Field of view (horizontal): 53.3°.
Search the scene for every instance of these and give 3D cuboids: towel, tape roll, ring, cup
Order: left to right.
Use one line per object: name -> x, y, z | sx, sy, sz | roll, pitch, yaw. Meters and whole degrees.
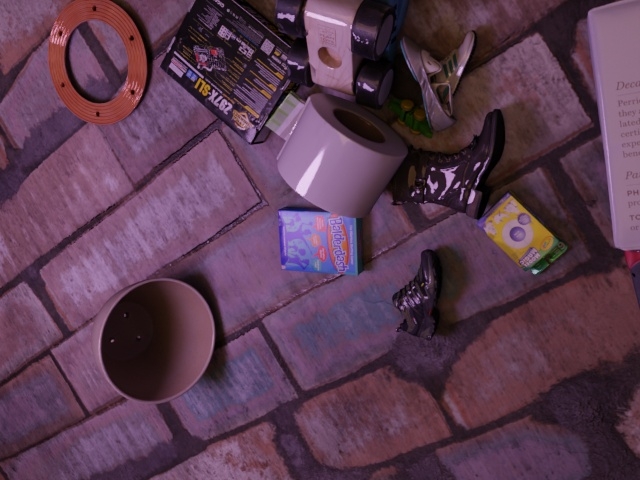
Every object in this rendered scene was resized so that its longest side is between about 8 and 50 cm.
ring -> -0.604, -0.484, 1.736 | 0.337, 0.032, 0.336 | 6, 106, 21
cup -> -0.491, 0.261, 1.756 | 0.237, 0.331, 0.331 | 1, 106, 50
towel -> -0.041, -0.270, 1.520 | 0.152, 0.023, 0.113 | 33, 117, -17
tape roll -> 0.047, -0.188, 1.410 | 0.246, 0.246, 0.169 | 37, 118, 11

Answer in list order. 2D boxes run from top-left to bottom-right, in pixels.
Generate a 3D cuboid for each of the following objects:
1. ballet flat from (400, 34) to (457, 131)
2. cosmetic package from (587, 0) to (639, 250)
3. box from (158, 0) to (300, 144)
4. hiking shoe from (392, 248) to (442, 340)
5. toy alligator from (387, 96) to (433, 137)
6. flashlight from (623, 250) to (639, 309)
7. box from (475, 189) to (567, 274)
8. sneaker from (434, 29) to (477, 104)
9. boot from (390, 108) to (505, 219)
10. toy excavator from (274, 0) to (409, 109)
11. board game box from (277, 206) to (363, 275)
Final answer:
ballet flat -> 0.235, -0.337, 1.343 | 0.068, 0.072, 0.213 | -16, 103, 28
cosmetic package -> 0.657, -0.223, 1.095 | 0.327, 0.329, 0.393 | -7, 100, 25
box -> -0.208, -0.433, 1.554 | 0.322, 0.079, 0.257 | 40, 118, 9
hiking shoe -> 0.224, 0.128, 1.510 | 0.114, 0.086, 0.227 | 7, 107, 18
toy alligator -> 0.194, -0.293, 1.432 | 0.190, 0.051, 0.056 | 44, 149, 27
flashlight -> 0.690, 0.105, 1.295 | 0.103, 0.103, 0.304 | -16, 96, 23
box -> 0.443, -0.012, 1.404 | 0.179, 0.043, 0.105 | 44, 116, 5
sneaker -> 0.276, -0.378, 1.369 | 0.075, 0.057, 0.161 | 25, 115, 9
boot -> 0.271, -0.179, 1.412 | 0.229, 0.091, 0.263 | 19, 104, 26
toy excavator -> 0.103, -0.570, 1.317 | 0.222, 0.445, 0.433 | 21, 154, 16
board game box -> 0.000, 0.000, 1.594 | 0.210, 0.047, 0.160 | 2, 104, 22
